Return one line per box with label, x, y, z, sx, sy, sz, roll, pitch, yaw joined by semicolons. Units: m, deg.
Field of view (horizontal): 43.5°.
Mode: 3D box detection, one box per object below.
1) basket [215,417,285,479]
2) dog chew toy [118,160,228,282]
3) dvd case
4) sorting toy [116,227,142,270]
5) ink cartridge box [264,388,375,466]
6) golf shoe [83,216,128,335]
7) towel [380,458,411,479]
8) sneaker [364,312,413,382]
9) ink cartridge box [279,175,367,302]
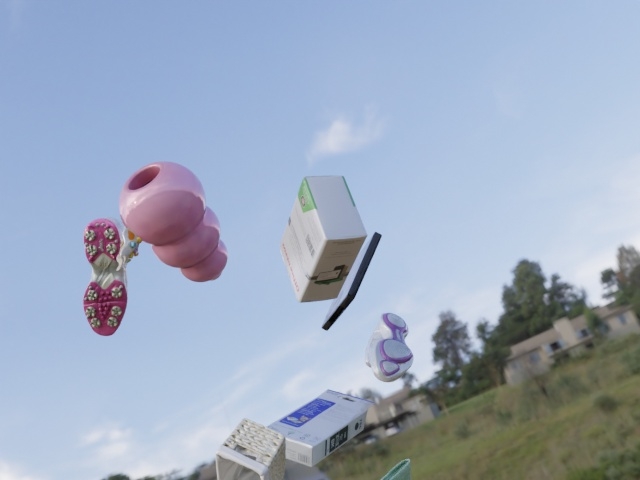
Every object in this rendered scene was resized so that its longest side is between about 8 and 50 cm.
basket;-0.138;0.456;1.630;0.167;0.113;0.103;94;-157;-43
dog chew toy;-0.338;-0.030;1.941;0.207;0.206;0.331;-25;-55;8
dvd case;0.071;0.102;1.920;0.022;0.180;0.253;27;-27;-2
sorting toy;-0.436;0.029;1.791;0.045;0.075;0.083;21;-53;-3
ink cartridge box;0.000;0.494;2.138;0.165;0.065;0.333;9;15;32
golf shoe;-0.529;0.087;2.033;0.115;0.306;0.140;6;12;4
towel;0.140;0.689;1.791;0.038;0.324;0.248;6;18;36
sneaker;0.186;0.329;2.251;0.152;0.114;0.305;-63;2;23
ink cartridge box;0.000;0.000;1.611;0.093;0.160;0.219;-5;-35;-22
